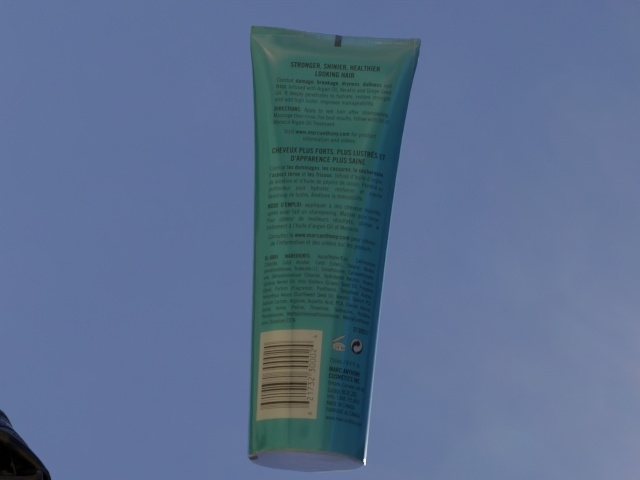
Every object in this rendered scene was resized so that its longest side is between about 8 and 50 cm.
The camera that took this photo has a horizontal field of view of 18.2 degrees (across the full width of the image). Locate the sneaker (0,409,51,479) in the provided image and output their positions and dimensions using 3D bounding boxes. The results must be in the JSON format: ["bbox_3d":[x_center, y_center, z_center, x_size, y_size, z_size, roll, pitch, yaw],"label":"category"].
[{"bbox_3d":[-0.301,0.277,1.961,0.130,0.087,0.227,-152,-135,-69],"label":"sneaker"}]

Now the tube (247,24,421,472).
[{"bbox_3d":[0.000,0.000,0.911,0.052,0.080,0.207,109,-15,-74],"label":"tube"}]
